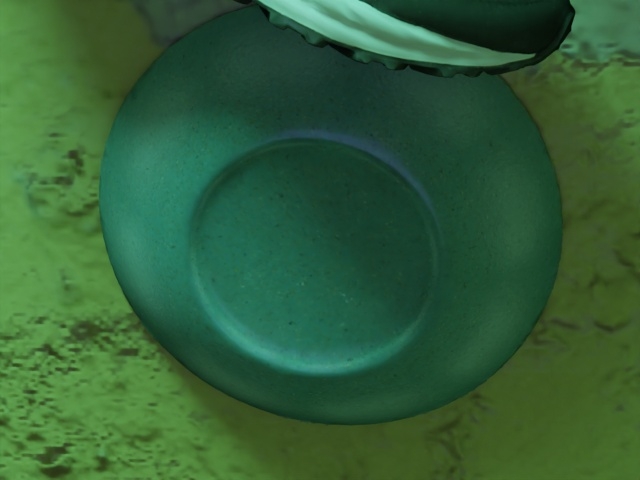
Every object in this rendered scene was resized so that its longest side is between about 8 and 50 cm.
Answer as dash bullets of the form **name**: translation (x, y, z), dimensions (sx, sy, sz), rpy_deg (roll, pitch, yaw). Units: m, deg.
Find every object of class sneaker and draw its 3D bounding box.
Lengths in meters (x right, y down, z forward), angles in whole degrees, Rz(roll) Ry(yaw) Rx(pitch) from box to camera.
- **sneaker**: translation (-0.020, -0.152, 0.644), dimensions (0.271, 0.100, 0.108), rpy_deg (35, 111, -7)

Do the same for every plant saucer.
- **plant saucer**: translation (0.000, 0.000, 0.746), dimensions (0.195, 0.037, 0.195), rpy_deg (4, 117, 8)
